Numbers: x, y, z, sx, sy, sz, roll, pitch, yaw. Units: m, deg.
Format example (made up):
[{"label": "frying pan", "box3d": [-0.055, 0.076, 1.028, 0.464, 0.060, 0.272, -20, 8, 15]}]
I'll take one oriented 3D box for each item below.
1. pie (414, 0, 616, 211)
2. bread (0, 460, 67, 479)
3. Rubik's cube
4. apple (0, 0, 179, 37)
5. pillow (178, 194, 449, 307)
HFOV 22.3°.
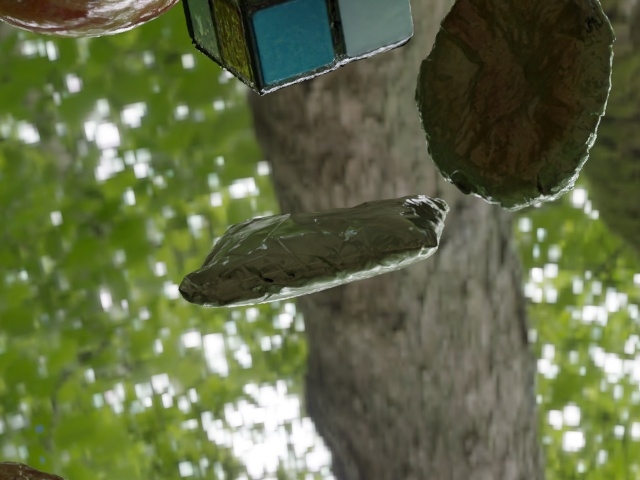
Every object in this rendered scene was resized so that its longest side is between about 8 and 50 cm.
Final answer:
[{"label": "pie", "box3d": [0.225, -0.183, 1.882, 0.071, 0.306, 0.306, 14, -157, -45]}, {"label": "bread", "box3d": [-0.246, 0.326, 1.176, 0.195, 0.344, 0.149, 14, -172, 17]}, {"label": "Rubik's cube", "box3d": [-0.032, -0.261, 1.509, 0.167, 0.180, 0.183, -19, -149, -17]}, {"label": "apple", "box3d": [-0.161, -0.223, 1.042, 0.188, 0.188, 0.174, -22, -159, -18]}, {"label": "pillow", "box3d": [-0.001, 0.001, 1.804, 0.280, 0.076, 0.274, -11, -170, 9]}]
